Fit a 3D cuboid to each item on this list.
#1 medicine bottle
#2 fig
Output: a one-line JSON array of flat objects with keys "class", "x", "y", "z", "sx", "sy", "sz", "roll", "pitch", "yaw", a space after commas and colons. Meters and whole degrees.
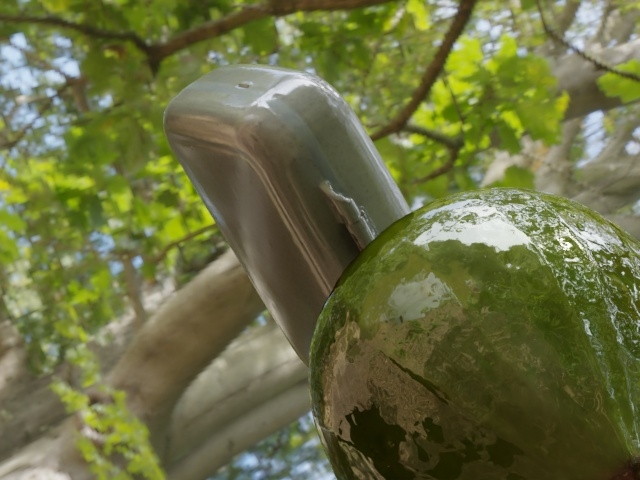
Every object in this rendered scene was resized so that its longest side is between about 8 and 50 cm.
[{"class": "medicine bottle", "x": 0.000, "y": 0.000, "z": 1.215, "sx": 0.282, "sy": 0.123, "sz": 0.375, "roll": 16, "pitch": -38, "yaw": 56}, {"class": "fig", "x": 0.145, "y": 0.115, "z": 0.899, "sx": 0.316, "sy": 0.316, "sz": 0.316, "roll": 21, "pitch": -58, "yaw": 38}]
